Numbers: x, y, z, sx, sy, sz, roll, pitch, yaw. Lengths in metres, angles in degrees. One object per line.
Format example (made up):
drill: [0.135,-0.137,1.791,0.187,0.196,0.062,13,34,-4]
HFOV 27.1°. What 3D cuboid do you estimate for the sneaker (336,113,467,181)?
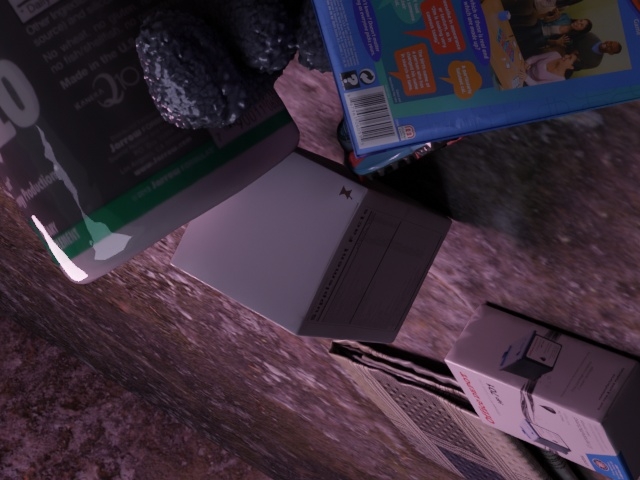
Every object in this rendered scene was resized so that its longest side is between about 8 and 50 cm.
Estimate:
sneaker: [0.067,-0.127,0.998,0.125,0.104,0.262,64,163,-2]

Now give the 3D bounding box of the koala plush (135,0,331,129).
koala plush: [-0.030,-0.215,0.803,0.196,0.203,0.221,-7,132,17]

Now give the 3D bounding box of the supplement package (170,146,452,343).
supplement package: [0.000,0.000,1.175,0.134,0.139,0.244,28,-176,22]

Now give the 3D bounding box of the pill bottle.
pill bottle: [-0.189,-0.168,0.956,0.361,0.204,0.204,58,158,-5]

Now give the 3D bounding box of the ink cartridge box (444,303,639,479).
ink cartridge box: [0.241,0.156,1.354,0.191,0.082,0.139,18,155,38]

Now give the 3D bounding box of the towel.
towel: [0.193,0.248,1.726,0.312,0.056,0.324,19,158,47]

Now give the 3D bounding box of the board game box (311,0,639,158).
board game box: [0.099,-0.141,0.685,0.210,0.047,0.160,-9,108,22]
